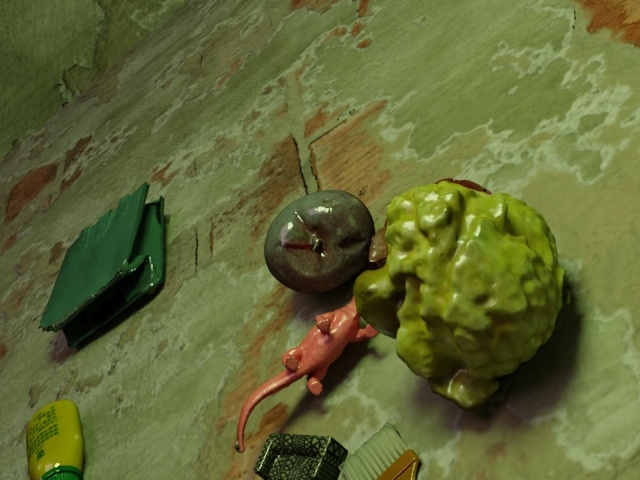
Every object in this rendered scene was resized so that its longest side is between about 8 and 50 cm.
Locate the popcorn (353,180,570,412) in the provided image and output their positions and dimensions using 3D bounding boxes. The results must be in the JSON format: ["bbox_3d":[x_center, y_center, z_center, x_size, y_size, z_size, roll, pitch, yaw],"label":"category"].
[{"bbox_3d":[0.158,0.061,1.122,0.236,0.206,0.252,14,91,30],"label":"popcorn"}]

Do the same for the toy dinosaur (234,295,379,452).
[{"bbox_3d":[-0.020,0.158,1.342,0.286,0.070,0.139,-47,9,4],"label":"toy dinosaur"}]

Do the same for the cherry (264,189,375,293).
[{"bbox_3d":[-0.003,0.002,1.443,0.176,0.140,0.176,-38,4,3],"label":"cherry"}]

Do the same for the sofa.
[{"bbox_3d":[-0.026,0.278,1.244,0.118,0.039,0.060,-9,48,46],"label":"sofa"}]

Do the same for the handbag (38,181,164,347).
[{"bbox_3d":[-0.407,0.053,1.924,0.268,0.100,0.274,-37,31,23],"label":"handbag"}]

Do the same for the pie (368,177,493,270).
[{"bbox_3d":[0.153,0.005,1.325,0.204,0.054,0.218,-48,31,-1],"label":"pie"}]

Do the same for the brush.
[{"bbox_3d":[0.106,0.310,1.070,0.090,0.017,0.314,-45,32,3],"label":"brush"}]

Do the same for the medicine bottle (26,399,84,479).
[{"bbox_3d":[-0.421,0.371,1.584,0.111,0.076,0.309,-49,30,8],"label":"medicine bottle"}]
